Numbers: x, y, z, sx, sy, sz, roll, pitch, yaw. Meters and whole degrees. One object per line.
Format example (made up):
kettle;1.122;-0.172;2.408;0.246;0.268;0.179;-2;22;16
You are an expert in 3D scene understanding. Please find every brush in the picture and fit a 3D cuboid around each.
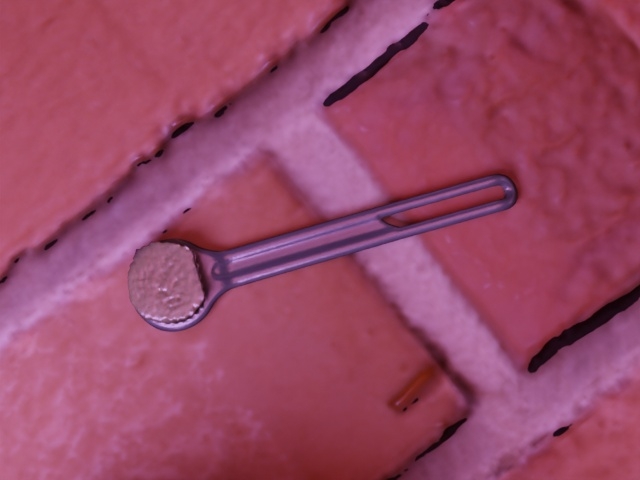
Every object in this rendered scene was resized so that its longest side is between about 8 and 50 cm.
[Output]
brush;0.000;0.000;1.195;0.266;0.027;0.062;-16;82;4
